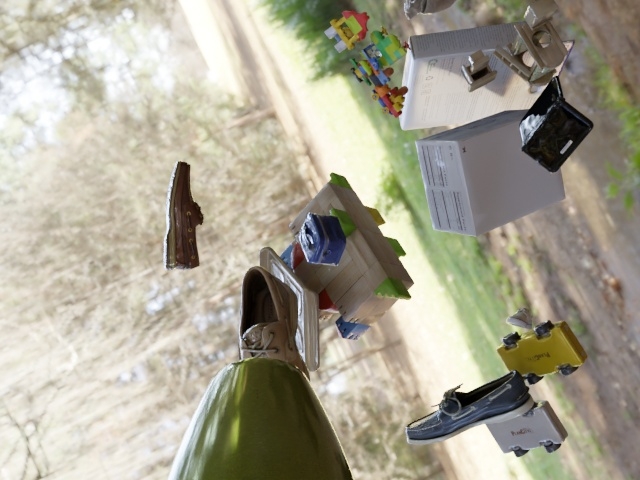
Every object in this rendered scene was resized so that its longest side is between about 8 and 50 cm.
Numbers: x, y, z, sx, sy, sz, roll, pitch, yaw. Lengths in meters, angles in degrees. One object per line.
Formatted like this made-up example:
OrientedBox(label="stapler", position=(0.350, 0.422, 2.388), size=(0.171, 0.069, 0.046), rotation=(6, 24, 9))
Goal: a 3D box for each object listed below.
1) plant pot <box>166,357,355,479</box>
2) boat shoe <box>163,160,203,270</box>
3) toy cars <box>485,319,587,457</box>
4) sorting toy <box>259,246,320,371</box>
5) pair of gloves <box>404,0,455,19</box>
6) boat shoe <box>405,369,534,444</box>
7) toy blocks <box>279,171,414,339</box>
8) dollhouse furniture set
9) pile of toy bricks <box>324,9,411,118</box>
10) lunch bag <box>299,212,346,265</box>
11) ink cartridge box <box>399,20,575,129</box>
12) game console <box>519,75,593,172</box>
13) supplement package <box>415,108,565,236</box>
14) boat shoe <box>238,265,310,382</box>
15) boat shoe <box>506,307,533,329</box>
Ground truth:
OrientedBox(label="plant pot", position=(-0.072, 0.296, 1.060), size=(0.294, 0.274, 0.275), rotation=(-94, -16, -46))
OrientedBox(label="boat shoe", position=(-0.218, -0.039, 1.406), size=(0.064, 0.060, 0.178), rotation=(177, 95, -76))
OrientedBox(label="toy cars", position=(0.423, 0.281, 1.683), size=(0.176, 0.087, 0.394), rotation=(33, 138, 36))
OrientedBox(label="sorting toy", position=(-0.062, 0.188, 1.938), size=(0.229, 0.041, 0.307), rotation=(39, 138, 49))
OrientedBox(label="pair of gloves", position=(0.251, -0.564, 1.765), size=(0.042, 0.204, 0.240), rotation=(53, 171, 27))
OrientedBox(label="boat shoe", position=(0.269, 0.314, 1.640), size=(0.079, 0.254, 0.095), rotation=(64, -157, -9))
OrientedBox(label="toy blocks", position=(0.029, 0.068, 1.939), size=(0.190, 0.261, 0.381), rotation=(14, -144, -47))
OrientedBox(label="dollhouse furniture set", position=(0.343, -0.318, 1.536), size=(0.101, 0.160, 0.182), rotation=(61, -179, 8))
OrientedBox(label="pile of toy bricks", position=(0.115, -0.341, 1.624), size=(0.212, 0.105, 0.118), rotation=(54, -159, -6))
OrientedBox(label="lunch bag", position=(0.000, 0.000, 1.557), size=(0.098, 0.065, 0.067), rotation=(-111, 35, -50))
OrientedBox(label="ink cartridge box", position=(0.342, -0.352, 1.884), size=(0.324, 0.330, 0.072), rotation=(88, 173, -71))
OrientedBox(label="game console", position=(0.399, -0.196, 1.486), size=(0.107, 0.071, 0.122), rotation=(40, 135, 9))
OrientedBox(label="supplement package", position=(0.363, -0.148, 1.852), size=(0.145, 0.261, 0.204), rotation=(11, 119, 60))
OrientedBox(label="boat shoe", position=(-0.101, 0.196, 1.557), size=(0.110, 0.121, 0.341), rotation=(50, -159, -41))
OrientedBox(label="boat shoe", position=(0.351, 0.134, 1.526), size=(0.100, 0.035, 0.035), rotation=(18, -95, -59))
